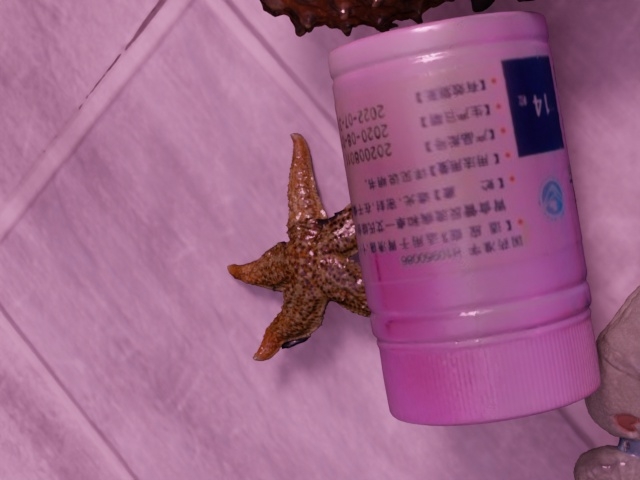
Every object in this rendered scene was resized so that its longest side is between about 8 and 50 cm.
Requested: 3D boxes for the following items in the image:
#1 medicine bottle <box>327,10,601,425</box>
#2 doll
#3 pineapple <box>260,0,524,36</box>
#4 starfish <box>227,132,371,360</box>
[{"bbox_3d":[0.098,-0.015,0.764,0.152,0.152,0.253,-8,93,29],"label":"medicine bottle"},{"bbox_3d":[0.242,0.088,0.781,0.104,0.071,0.214,26,108,13],"label":"doll"},{"bbox_3d":[0.115,-0.208,0.711,0.365,0.165,0.165,5,105,30],"label":"pineapple"},{"bbox_3d":[0.000,0.000,0.895,0.208,0.053,0.175,-22,79,26],"label":"starfish"}]
